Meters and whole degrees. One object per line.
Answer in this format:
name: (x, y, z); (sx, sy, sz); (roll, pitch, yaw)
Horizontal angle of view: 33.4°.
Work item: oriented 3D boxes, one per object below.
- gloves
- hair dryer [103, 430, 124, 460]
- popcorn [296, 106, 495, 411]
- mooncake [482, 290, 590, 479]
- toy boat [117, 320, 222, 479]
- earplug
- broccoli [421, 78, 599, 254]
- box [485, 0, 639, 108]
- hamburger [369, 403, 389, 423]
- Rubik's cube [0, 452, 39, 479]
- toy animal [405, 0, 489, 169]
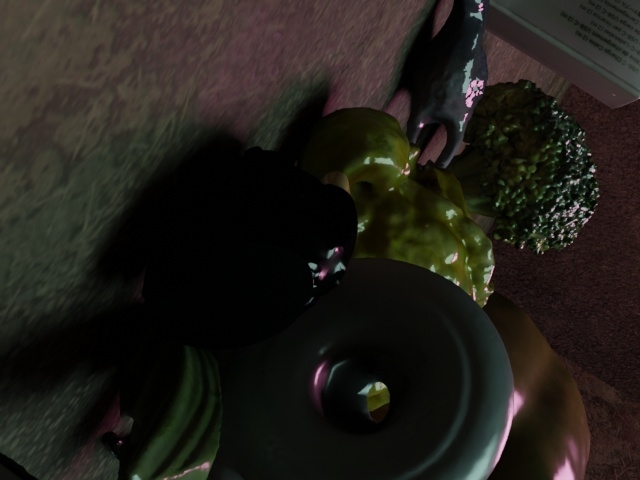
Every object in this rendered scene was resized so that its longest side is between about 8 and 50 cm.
gloves: (-0.049, -0.001, 0.760); (0.164, 0.124, 0.203); (-23, -156, -1)
hair dryer: (-0.142, 0.177, 1.011); (0.195, 0.075, 0.219); (-67, 162, -2)
popcorn: (0.047, 0.035, 0.970); (0.286, 0.225, 0.173); (-63, -160, 21)
mooncake: (0.132, 0.284, 1.488); (0.262, 0.467, 0.467); (-36, 156, -58)
toy boat: (-0.105, 0.118, 0.694); (0.093, 0.055, 0.293); (-61, -168, 8)
earplug: (-0.006, 0.144, 0.826); (0.326, 0.214, 0.175); (-29, 148, 30)
broccoli: (0.267, -0.113, 1.496); (0.288, 0.260, 0.235); (-6, 113, -79)
box: (0.316, -0.306, 1.177); (0.251, 0.203, 0.106); (-60, -176, -4)
hamburger: (-0.002, 0.243, 1.191); (0.277, 0.318, 0.195); (8, 121, -46)
Rubik's cube: (-0.202, 0.263, 0.521); (0.224, 0.221, 0.231); (-59, 169, 9)
toy animal: (0.133, -0.148, 1.168); (0.367, 0.081, 0.205); (94, 12, -64)
